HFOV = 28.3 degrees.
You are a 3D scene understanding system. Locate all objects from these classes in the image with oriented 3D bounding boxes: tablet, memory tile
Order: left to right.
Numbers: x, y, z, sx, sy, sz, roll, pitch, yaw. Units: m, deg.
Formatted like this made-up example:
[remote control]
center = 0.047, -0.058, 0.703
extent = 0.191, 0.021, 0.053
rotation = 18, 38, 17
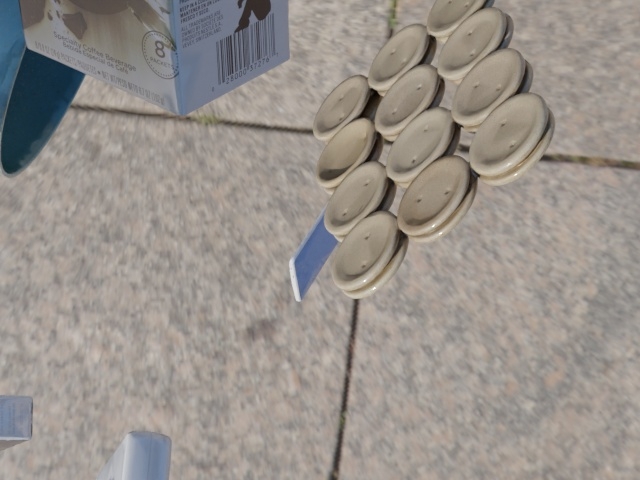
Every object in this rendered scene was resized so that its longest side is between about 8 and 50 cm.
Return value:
[tablet]
center = 0.000, 0.000, 0.939
extent = 0.006, 0.054, 0.083
rotation = 20, 58, 20
[memory tile]
center = 0.042, -0.048, 0.532
extent = 0.012, 0.148, 0.113
rotation = 37, 116, -28

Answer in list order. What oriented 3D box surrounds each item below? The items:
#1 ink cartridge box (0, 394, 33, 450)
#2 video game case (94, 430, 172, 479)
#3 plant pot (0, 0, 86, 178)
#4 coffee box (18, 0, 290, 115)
[ink cartridge box]
center = -0.381, 0.163, 1.067
extent = 0.208, 0.206, 0.045
rotation = 10, 68, -37
[video game case]
center = -0.101, 0.196, 0.537
extent = 0.022, 0.173, 0.190
rotation = 11, 61, -17
[plant pot]
center = -0.304, -0.227, 1.116
extent = 0.195, 0.290, 0.290
rotation = 25, 97, -2
[coffee box]
center = -0.120, -0.255, 0.829
extent = 0.119, 0.168, 0.297
rotation = -35, 137, -38
